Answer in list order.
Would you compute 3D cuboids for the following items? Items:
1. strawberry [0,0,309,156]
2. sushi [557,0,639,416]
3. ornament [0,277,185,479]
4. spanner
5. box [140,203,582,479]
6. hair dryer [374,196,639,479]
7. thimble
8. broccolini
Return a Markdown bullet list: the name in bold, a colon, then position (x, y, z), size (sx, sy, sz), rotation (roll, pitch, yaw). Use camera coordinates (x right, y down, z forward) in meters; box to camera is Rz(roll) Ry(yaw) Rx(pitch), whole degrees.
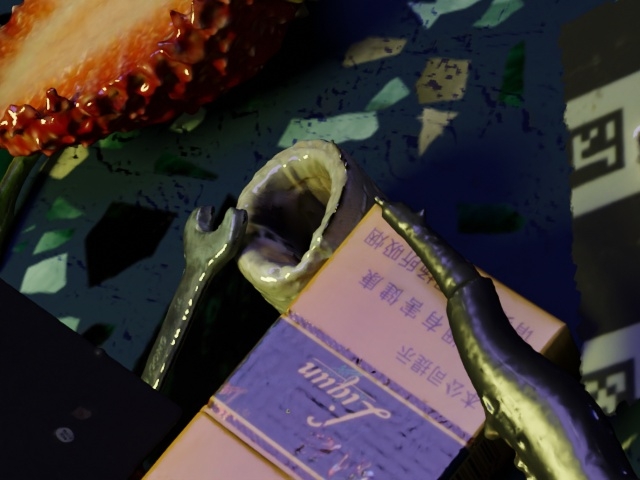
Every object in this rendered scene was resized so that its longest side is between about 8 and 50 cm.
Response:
- **strawberry**: position (-0.132, -0.161, 1.473), size (0.306, 0.138, 0.233), rotation (-34, 38, 20)
- **sushi**: position (0.320, -0.059, 1.081), size (0.373, 0.100, 0.296), rotation (-25, 48, 33)
- **ornament**: position (-0.204, 0.165, 1.208), size (0.166, 0.196, 0.153), rotation (35, 42, 7)
- **spanner**: position (-0.108, 0.092, 1.243), size (0.054, 0.015, 0.254), rotation (26, 94, 49)
- **box**: position (0.021, 0.113, 1.133), size (0.152, 0.070, 0.237), rotation (34, 76, 30)
- **hair dryer**: position (0.096, 0.123, 1.028), size (0.304, 0.120, 0.359), rotation (-43, 54, 16)
- **thimble**: position (0.000, 0.000, 1.255), size (0.102, 0.090, 0.115), rotation (-33, 40, 10)
- **broccolini**: position (-0.213, -0.078, 1.536), size (0.057, 0.071, 0.254), rotation (20, 69, 0)
